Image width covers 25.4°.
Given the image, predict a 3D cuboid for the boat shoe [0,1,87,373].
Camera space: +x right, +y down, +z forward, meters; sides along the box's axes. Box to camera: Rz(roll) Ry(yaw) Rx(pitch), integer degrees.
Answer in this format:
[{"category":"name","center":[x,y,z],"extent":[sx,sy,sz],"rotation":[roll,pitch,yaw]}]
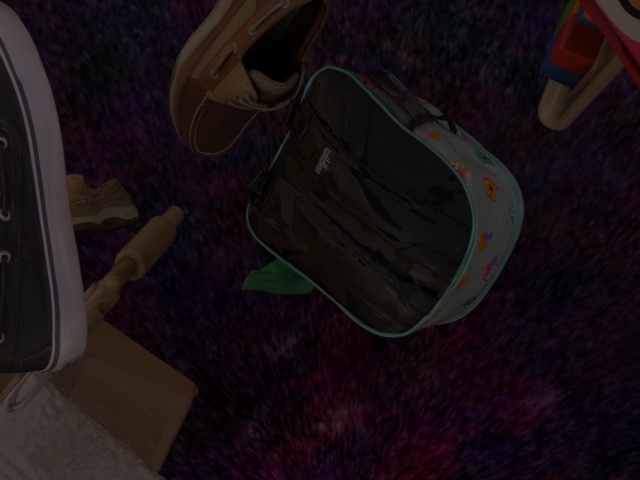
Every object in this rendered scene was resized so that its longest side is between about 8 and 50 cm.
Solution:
[{"category":"boat shoe","center":[-0.199,-0.030,0.837],"extent":[0.076,0.080,0.228],"rotation":[-8,87,-36]}]

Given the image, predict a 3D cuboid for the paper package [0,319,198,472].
[{"category":"paper package","center":[-0.363,0.137,1.683],"extent":[0.325,0.309,0.168],"rotation":[39,75,-34]}]

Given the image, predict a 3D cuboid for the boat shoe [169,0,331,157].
[{"category":"boat shoe","center":[-0.082,-0.202,1.634],"extent":[0.123,0.324,0.116],"rotation":[-8,54,-33]}]

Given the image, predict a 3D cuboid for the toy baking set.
[{"category":"toy baking set","center":[-0.206,0.067,1.277],"extent":[0.030,0.256,0.197],"rotation":[39,113,-4]}]

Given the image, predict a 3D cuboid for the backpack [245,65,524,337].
[{"category":"backpack","center":[0.059,-0.023,1.077],"extent":[0.188,0.144,0.166],"rotation":[44,115,32]}]

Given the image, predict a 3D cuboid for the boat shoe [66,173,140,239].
[{"category":"boat shoe","center":[-0.273,-0.038,1.577],"extent":[0.068,0.190,0.072],"rotation":[-19,90,20]}]

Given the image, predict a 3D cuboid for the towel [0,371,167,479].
[{"category":"towel","center":[-0.234,0.270,1.341],"extent":[0.282,0.049,0.187],"rotation":[39,66,11]}]

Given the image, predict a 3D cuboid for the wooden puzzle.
[{"category":"wooden puzzle","center":[0.345,-0.316,1.596],"extent":[0.080,0.348,0.322],"rotation":[25,76,-5]}]

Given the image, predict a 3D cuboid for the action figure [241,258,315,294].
[{"category":"action figure","center":[0.000,0.000,1.362],"extent":[0.137,0.232,0.063],"rotation":[-7,74,-10]}]

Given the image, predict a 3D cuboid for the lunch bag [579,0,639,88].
[{"category":"lunch bag","center":[0.218,-0.091,0.562],"extent":[0.120,0.258,0.293],"rotation":[-44,105,-26]}]
